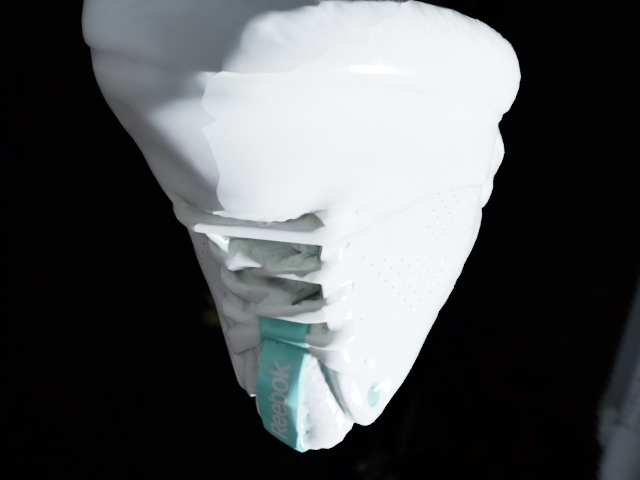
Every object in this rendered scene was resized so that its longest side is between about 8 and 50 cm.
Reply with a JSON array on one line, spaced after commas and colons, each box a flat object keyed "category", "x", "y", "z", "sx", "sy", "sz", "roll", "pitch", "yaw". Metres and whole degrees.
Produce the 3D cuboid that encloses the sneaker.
[{"category": "sneaker", "x": 0.000, "y": 0.000, "z": 0.399, "sx": 0.080, "sy": 0.212, "sz": 0.094, "roll": 14, "pitch": -95, "yaw": 15}]
